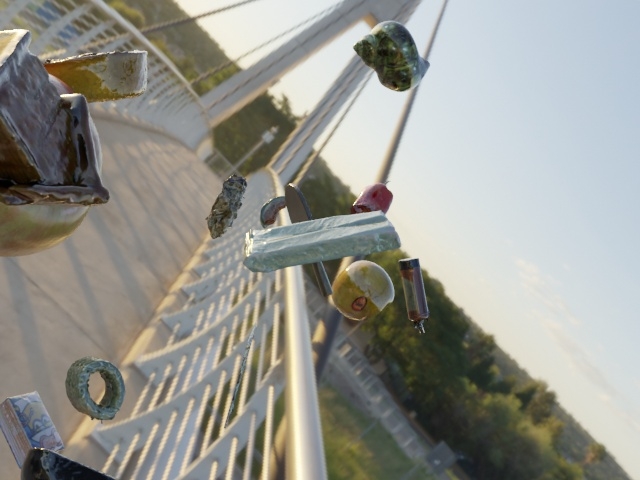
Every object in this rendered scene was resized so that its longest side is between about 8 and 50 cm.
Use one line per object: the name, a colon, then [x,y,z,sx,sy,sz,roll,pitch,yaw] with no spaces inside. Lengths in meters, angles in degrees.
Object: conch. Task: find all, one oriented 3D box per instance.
conch: [0.169,-0.434,1.666,0.181,0.124,0.187,40,-7,-11]

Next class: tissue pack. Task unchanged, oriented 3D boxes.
tissue pack: [-0.663,0.427,1.585,0.155,0.065,0.115,58,7,9]

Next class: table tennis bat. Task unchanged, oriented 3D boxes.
table tennis bat: [-0.024,-0.001,1.381,0.131,0.022,0.234,160,-89,-72]

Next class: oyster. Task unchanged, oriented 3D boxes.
oyster: [-0.237,-0.083,1.793,0.056,0.177,0.105,27,-16,20]

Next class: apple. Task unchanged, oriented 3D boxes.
apple: [-0.645,-0.156,1.408,0.347,0.391,0.391,10,-14,25]
apple: [0.118,0.143,1.925,0.155,0.182,0.182,41,2,13]

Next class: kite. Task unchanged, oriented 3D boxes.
kite: [-0.224,0.380,1.984,0.014,0.406,0.368,16,46,-2]

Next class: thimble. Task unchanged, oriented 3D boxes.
thimble: [-0.379,0.251,1.174,0.062,0.085,0.109,-2,-78,49]

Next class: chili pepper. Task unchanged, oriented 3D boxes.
chili pepper: [0.153,-0.113,1.905,0.084,0.192,0.086,-12,-60,41]

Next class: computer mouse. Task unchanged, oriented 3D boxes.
computer mouse: [-0.446,0.488,1.291,0.270,0.100,0.170,21,-40,3]

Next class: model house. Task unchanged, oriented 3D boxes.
model house: [-0.394,-0.127,0.869,0.219,0.200,0.229,-73,148,-46]

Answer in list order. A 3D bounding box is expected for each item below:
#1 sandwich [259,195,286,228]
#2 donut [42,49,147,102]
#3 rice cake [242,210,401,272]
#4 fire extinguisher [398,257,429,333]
sandwich: [-0.162,-0.101,2.334,0.067,0.135,0.029,30,-19,20]
donut: [-0.520,-0.369,1.593,0.277,0.278,0.108,-121,-158,-74]
rice cake: [0.000,0.000,1.011,0.085,0.226,0.040,-91,171,-61]
fire extinguisher: [0.217,0.129,1.588,0.062,0.050,0.177,-1,82,-80]
